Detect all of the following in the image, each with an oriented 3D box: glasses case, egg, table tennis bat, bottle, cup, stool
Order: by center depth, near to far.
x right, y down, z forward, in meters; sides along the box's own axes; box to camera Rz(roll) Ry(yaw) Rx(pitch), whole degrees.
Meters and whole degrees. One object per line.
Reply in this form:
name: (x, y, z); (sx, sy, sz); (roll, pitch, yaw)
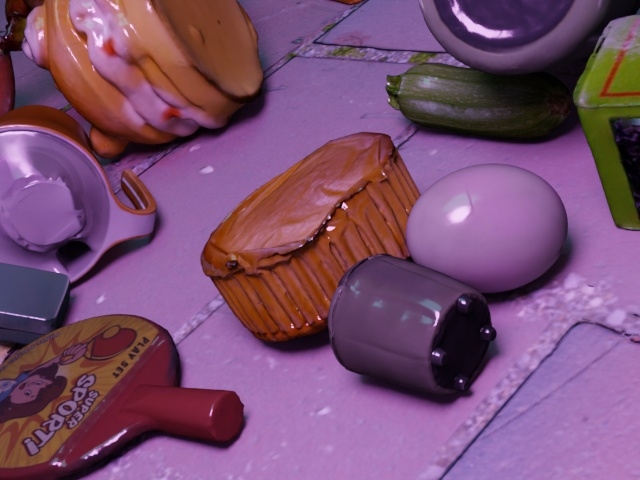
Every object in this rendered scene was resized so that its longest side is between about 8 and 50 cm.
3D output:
stool: (0.067, 0.064, 0.778); (0.110, 0.096, 0.096); (15, 48, 42)
egg: (0.132, -0.010, 0.828); (0.135, 0.103, 0.103); (-6, 24, -23)
table tennis bat: (-0.192, 0.139, 0.900); (0.310, 0.038, 0.200); (-2, 38, 38)
bottle: (0.224, -0.247, 0.999); (0.168, 0.168, 0.347); (-6, 8, 27)
glasses case: (-0.348, 0.055, 1.039); (0.184, 0.039, 0.078); (10, 36, -4)
cup: (-0.300, -0.059, 1.167); (0.226, 0.182, 0.264); (8, 17, -14)

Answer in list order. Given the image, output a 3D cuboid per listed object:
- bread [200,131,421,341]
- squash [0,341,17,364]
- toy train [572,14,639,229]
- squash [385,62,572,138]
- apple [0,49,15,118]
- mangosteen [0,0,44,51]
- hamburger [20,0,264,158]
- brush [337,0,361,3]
bread: (0.000, 0.000, 0.901); (0.199, 0.104, 0.199); (-29, 20, 12)
squash: (-0.431, 0.089, 1.023); (0.204, 0.155, 0.237); (-10, 30, 24)
toy train: (0.364, -0.127, 0.805); (0.307, 0.173, 0.249); (3, 45, 37)
squash: (0.156, -0.141, 1.051); (0.219, 0.077, 0.068); (14, 90, 41)
apple: (-0.569, -0.162, 1.493); (0.293, 0.163, 0.251); (-17, 20, -14)
mangosteen: (-0.311, -0.366, 1.505); (0.347, 0.307, 0.307); (-50, 37, -16)
hamburger: (-0.229, -0.245, 1.297); (0.237, 0.276, 0.276); (-24, 28, 24)
brush: (-0.017, -0.394, 1.623); (0.090, 0.017, 0.314); (-38, 34, -18)
